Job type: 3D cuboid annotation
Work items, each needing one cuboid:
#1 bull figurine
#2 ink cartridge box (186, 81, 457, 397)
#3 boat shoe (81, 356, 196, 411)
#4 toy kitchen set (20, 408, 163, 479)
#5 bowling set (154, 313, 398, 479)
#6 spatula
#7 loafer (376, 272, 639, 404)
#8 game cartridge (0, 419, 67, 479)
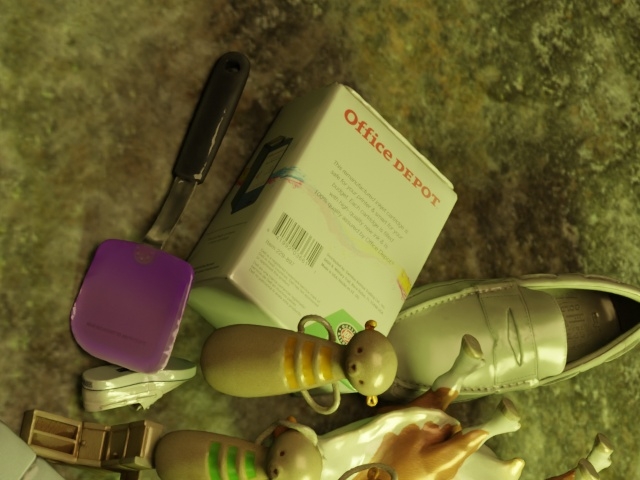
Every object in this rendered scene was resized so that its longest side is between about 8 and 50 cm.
[{"bbox_3d":[0.107,0.192,1.360,0.310,0.188,0.101,34,27,-35],"label":"bull figurine"},{"bbox_3d":[0.000,0.000,1.354,0.154,0.093,0.212,42,60,-23],"label":"ink cartridge box"},{"bbox_3d":[-0.140,0.113,1.266,0.100,0.035,0.035,-9,113,-41],"label":"boat shoe"},{"bbox_3d":[-0.171,0.162,1.197,0.075,0.083,0.068,21,68,-32],"label":"toy kitchen set"},{"bbox_3d":[-0.037,0.210,1.175,0.200,0.154,0.287,-29,116,-64],"label":"bowling set"},{"bbox_3d":[-0.115,-0.034,1.309,0.084,0.030,0.296,17,60,5],"label":"spatula"},{"bbox_3d":[0.167,0.079,1.449,0.319,0.111,0.112,-11,87,-38],"label":"loafer"},{"bbox_3d":[-0.297,0.233,0.936,0.230,0.068,0.355,49,56,-24],"label":"game cartridge"}]
